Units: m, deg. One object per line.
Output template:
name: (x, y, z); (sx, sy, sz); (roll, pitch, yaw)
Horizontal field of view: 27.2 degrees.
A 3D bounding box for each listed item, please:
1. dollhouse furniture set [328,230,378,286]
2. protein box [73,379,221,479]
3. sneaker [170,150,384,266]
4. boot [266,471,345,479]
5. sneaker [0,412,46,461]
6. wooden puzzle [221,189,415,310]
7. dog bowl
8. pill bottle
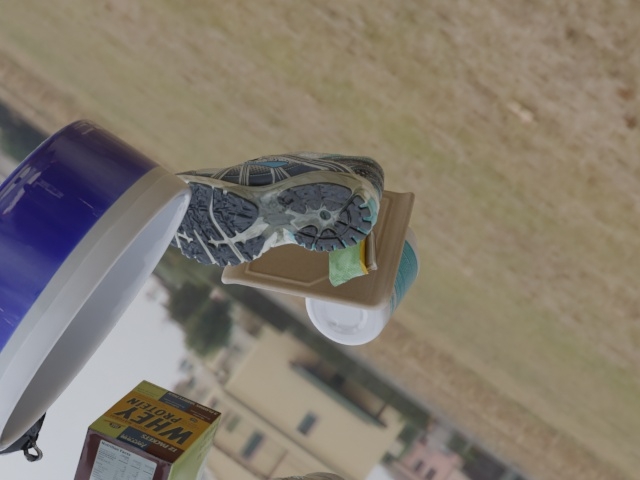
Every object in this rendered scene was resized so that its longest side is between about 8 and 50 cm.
dollhouse furniture set: (0.032, -0.022, 1.781); (0.076, 0.152, 0.058); (-21, 143, 29)
protein box: (-0.264, 0.346, 1.937); (0.136, 0.201, 0.200); (22, -162, 10)
sneaker: (-0.057, -0.045, 1.491); (0.283, 0.122, 0.110); (1, 121, 23)
boot: (-0.074, 0.352, 1.632); (0.123, 0.095, 0.258); (-1, 159, -42)
sneaker: (-0.470, 0.212, 1.746); (0.268, 0.153, 0.101); (10, -171, 25)
wooden puzzle: (0.000, 0.000, 1.870); (0.238, 0.221, 0.044); (8, 139, 10)
dog bowl: (-0.222, 0.035, 1.078); (0.104, 0.265, 0.265); (35, 176, 2)
pill bottle: (0.086, 0.059, 2.308); (0.146, 0.146, 0.264); (36, -144, 4)
